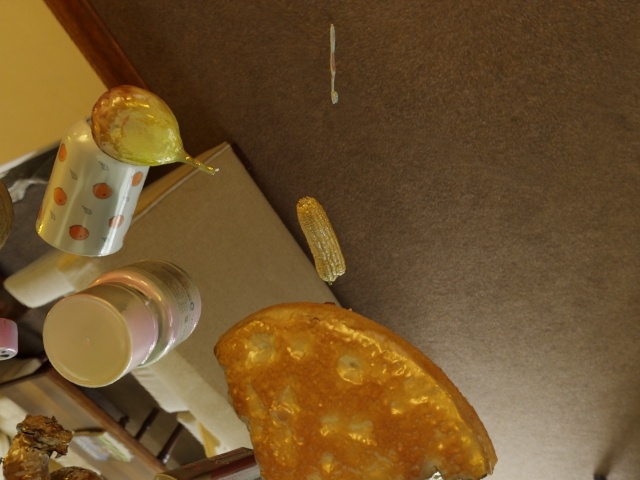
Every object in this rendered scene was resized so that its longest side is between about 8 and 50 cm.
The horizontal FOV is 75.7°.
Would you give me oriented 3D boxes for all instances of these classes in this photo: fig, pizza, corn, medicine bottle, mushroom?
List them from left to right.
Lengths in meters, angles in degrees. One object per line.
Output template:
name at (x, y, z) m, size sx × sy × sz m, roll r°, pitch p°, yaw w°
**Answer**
mushroom at (-0.671, 0.662, 0.980) m, size 0.331 × 0.334 × 0.356 m, roll 9°, pitch 127°, yaw 28°
medicine bottle at (-0.446, 0.182, 0.965) m, size 0.241 × 0.302 × 0.241 m, roll 1°, pitch 98°, yaw 8°
fig at (-0.328, -0.204, 0.848) m, size 0.257 × 0.159 × 0.159 m, roll 28°, pitch 128°, yaw -8°
corn at (0.005, -0.001, 1.317) m, size 0.102 × 0.102 × 0.312 m, roll -4°, pitch 125°, yaw 23°
pizza at (0.016, 0.226, 0.551) m, size 0.409 × 0.114 × 0.277 m, roll 9°, pitch 89°, yaw 30°

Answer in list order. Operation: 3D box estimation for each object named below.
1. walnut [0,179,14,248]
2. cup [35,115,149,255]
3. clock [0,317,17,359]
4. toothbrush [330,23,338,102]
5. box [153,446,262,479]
walnut at (-0.639, -0.042, 0.671) m, size 0.228 × 0.228 × 0.227 m, roll 10°, pitch 126°, yaw 14°
cup at (-0.579, -0.146, 1.075) m, size 0.212 × 0.212 × 0.317 m, roll 30°, pitch 110°, yaw -2°
clock at (-0.751, 0.193, 0.776) m, size 0.228 × 0.090 × 0.248 m, roll -21°, pitch 155°, yaw -6°
toothbrush at (0.034, -0.460, 1.074) m, size 0.019 × 0.013 × 0.193 m, roll 15°, pitch 114°, yaw 49°
box at (-0.222, 0.504, 0.874) m, size 0.120 × 0.224 × 0.069 m, roll -13°, pitch 74°, yaw 40°
